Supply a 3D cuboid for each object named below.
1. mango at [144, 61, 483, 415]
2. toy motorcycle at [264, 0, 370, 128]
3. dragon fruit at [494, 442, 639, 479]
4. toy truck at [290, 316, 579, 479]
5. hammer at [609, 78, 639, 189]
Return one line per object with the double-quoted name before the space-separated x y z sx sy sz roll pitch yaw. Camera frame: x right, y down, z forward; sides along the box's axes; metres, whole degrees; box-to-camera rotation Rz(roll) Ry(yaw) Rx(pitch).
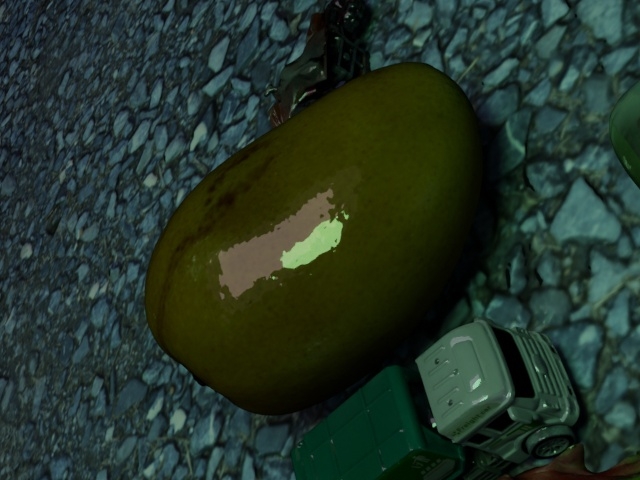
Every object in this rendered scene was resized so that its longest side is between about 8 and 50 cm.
"mango" 0.000 0.000 0.998 0.378 0.221 0.264 -47 36 13
"toy motorcycle" -0.003 -0.189 1.225 0.118 0.084 0.212 -28 42 44
"dragon fruit" 0.177 0.207 0.724 0.236 0.135 0.137 -27 42 20
"toy truck" 0.082 0.167 0.877 0.253 0.124 0.114 -46 42 31
"hammer" 0.289 -0.177 0.814 0.206 0.119 0.335 -42 35 29
